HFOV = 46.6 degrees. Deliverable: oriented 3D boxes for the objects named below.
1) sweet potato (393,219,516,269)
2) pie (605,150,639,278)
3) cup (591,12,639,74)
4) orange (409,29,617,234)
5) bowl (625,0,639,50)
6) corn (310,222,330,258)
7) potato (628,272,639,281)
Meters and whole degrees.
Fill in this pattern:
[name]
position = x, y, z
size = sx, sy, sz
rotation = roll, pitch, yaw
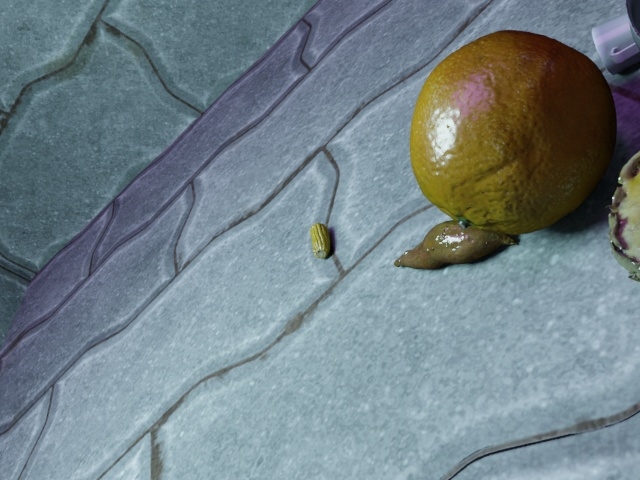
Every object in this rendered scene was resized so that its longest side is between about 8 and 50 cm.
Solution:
[sweet potato]
position = 0.173, 0.006, 1.063
size = 0.226, 0.068, 0.068
rotation = -16, 41, 49
[pie]
position = 0.412, -0.042, 0.717
size = 0.274, 0.055, 0.274
rotation = -25, 35, 19
[cup]
position = 0.436, -0.278, 1.020
size = 0.116, 0.074, 0.104
rotation = -23, 18, 35
[orange]
position = 0.236, -0.131, 0.939
size = 0.264, 0.264, 0.264
rotation = -37, 29, 24
[bowl]
position = 0.458, -0.258, 0.915
size = 0.189, 0.189, 0.086
rotation = -58, -14, -19
[corn]
position = 0.000, 0.000, 1.370
size = 0.037, 0.037, 0.092
rotation = -38, 27, 21
[potato]
position = 0.365, 0.019, 0.787
size = 0.093, 0.036, 0.037
rotation = -45, -14, -12
